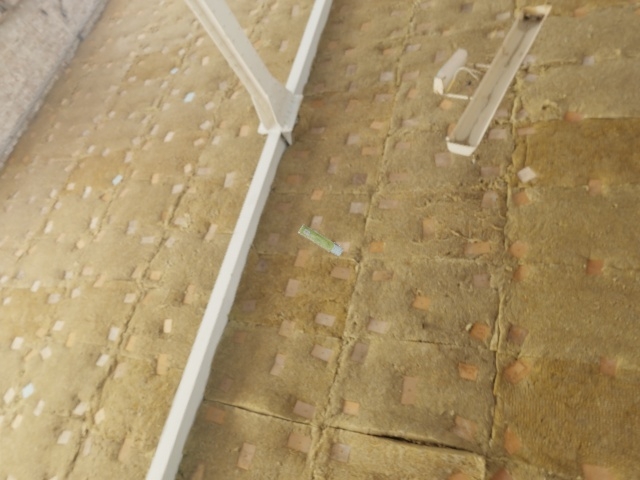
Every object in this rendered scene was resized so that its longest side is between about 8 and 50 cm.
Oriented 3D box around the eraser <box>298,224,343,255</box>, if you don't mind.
[{"bbox_3d":[0.000,0.000,0.803,0.083,0.038,0.019,32,-95,-3],"label":"eraser"}]
